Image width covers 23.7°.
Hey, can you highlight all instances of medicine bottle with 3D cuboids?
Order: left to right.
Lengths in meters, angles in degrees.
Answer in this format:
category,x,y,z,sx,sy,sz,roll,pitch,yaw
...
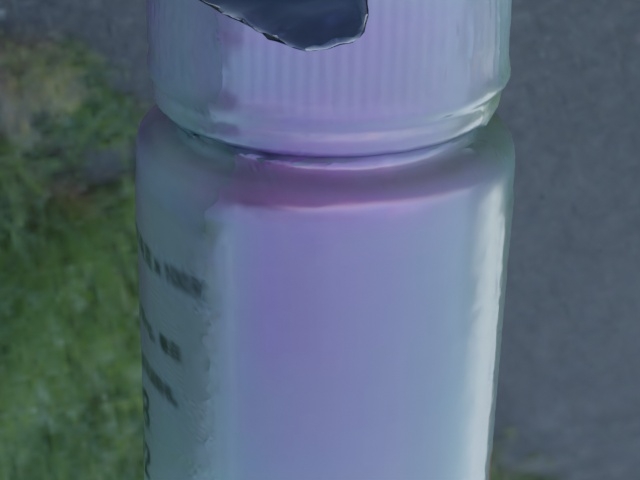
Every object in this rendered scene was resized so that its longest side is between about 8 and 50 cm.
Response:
category,x,y,z,sx,sy,sz,roll,pitch,yaw
medicine bottle,0.000,0.000,0.880,0.219,0.388,0.219,0,-154,0

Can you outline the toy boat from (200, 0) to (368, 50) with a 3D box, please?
category,x,y,z,sx,sy,sz,roll,pitch,yaw
toy boat,-0.112,-0.157,0.337,0.136,0.079,0.392,-41,129,17
